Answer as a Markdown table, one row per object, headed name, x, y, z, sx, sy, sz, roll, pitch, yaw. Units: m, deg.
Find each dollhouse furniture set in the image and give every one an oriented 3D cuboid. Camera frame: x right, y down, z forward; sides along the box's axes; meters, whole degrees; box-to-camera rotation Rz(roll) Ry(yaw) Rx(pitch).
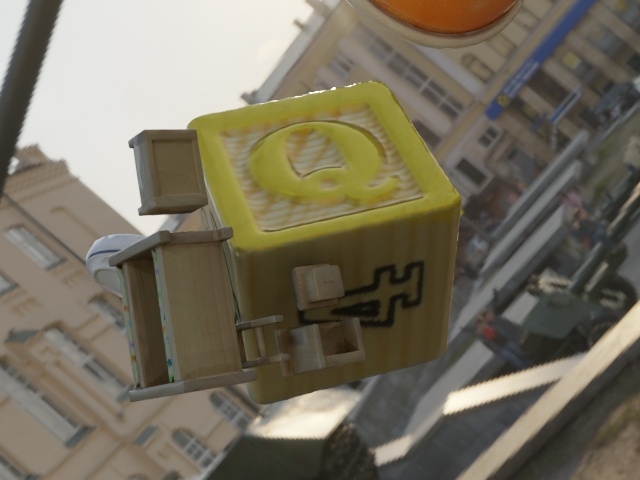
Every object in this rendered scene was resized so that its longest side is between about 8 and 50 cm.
| name | x | y | z | sx | sy | sz | roll | pitch | yaw |
| --- | --- | --- | --- | --- | --- | --- | --- | --- | --- |
| dollhouse furniture set | -0.068 | 0.018 | 0.723 | 0.161 | 0.181 | 0.101 | -4 | -10 | -35 |

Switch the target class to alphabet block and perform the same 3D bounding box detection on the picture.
| name | x | y | z | sx | sy | sz | roll | pitch | yaw |
| --- | --- | --- | --- | --- | --- | --- | --- | --- | --- |
| alphabet block | 0.000 | 0.000 | 0.859 | 0.194 | 0.192 | 0.197 | -15 | -46 | -13 |

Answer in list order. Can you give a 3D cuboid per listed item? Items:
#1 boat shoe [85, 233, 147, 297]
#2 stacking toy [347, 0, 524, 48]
| name | x | y | z | sx | sy | sz | roll | pitch | yaw |
| --- | --- | --- | --- | --- | --- | --- | --- | --- | --- |
| boat shoe | -0.143 | 0.067 | 1.010 | 0.095 | 0.258 | 0.084 | 87 | -157 | -49 |
| stacking toy | 0.222 | -0.456 | 1.076 | 0.350 | 0.350 | 0.480 | -48 | 11 | -28 |
